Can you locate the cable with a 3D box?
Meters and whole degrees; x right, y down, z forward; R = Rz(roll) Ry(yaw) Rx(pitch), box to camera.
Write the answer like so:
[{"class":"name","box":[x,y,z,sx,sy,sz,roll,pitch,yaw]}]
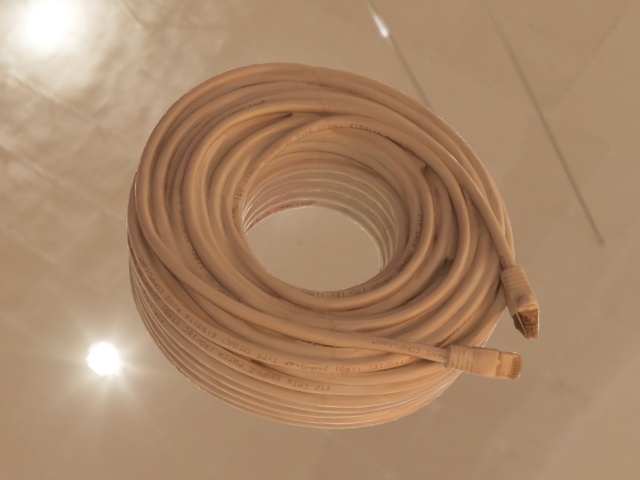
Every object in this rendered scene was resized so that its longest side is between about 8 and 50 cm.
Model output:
[{"class":"cable","box":[0.000,0.000,1.083,0.257,0.089,0.257,0,-124,-11]}]
